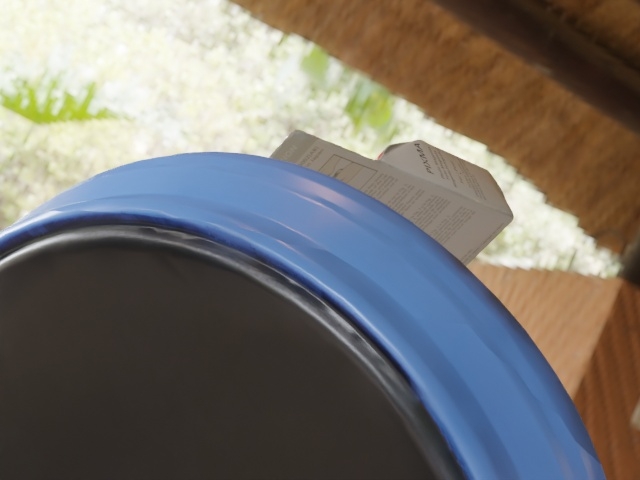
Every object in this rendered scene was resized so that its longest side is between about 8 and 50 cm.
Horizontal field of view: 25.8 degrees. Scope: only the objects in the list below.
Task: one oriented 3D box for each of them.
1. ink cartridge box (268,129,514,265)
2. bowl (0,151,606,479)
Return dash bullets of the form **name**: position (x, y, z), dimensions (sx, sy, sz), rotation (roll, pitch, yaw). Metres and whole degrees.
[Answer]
- **ink cartridge box**: position (0.000, 0.000, 0.988), dimensions (0.232, 0.189, 0.066), rotation (22, 32, -40)
- **bowl**: position (-0.057, 0.157, 0.640), dimensions (0.391, 0.391, 0.077), rotation (20, 19, 26)
